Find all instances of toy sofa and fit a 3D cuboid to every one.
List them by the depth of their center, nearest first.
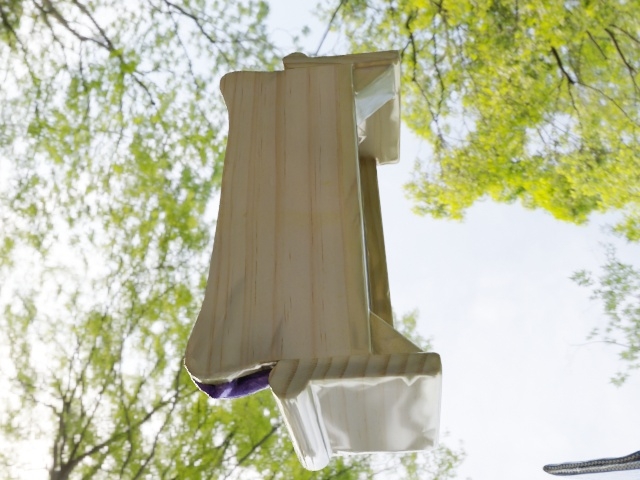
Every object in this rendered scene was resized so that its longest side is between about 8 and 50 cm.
[{"bbox_3d":[0.000,0.000,0.580,0.177,0.150,0.362,-5,-128,4],"label":"toy sofa"}]

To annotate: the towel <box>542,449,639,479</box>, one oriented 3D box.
[{"bbox_3d":[0.492,0.283,0.810,0.243,0.336,0.040,124,-28,-62],"label":"towel"}]
